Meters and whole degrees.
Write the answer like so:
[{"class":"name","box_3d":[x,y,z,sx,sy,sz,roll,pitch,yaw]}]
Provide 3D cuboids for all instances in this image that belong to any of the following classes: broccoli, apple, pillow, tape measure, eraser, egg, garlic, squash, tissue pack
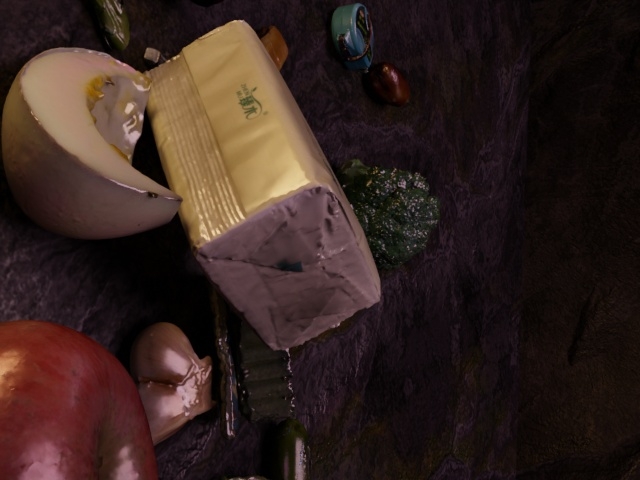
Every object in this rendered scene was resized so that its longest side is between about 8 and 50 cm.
[{"class":"broccoli","box_3d":[-0.304,-0.358,1.064,0.118,0.122,0.204,-50,144,-33]},{"class":"apple","box_3d":[-0.318,0.256,0.777,0.345,0.269,0.345,-11,90,-81]},{"class":"pillow","box_3d":[-0.149,0.169,1.197,0.189,0.034,0.256,142,-59,-81]},{"class":"tape measure","box_3d":[0.075,-0.468,1.767,0.125,0.080,0.146,43,49,-55]},{"class":"broccoli","box_3d":[0.109,-0.064,1.636,0.270,0.270,0.270,44,14,-50]},{"class":"eraser","box_3d":[-0.239,-0.266,1.226,0.099,0.019,0.027,44,48,-51]},{"class":"egg","box_3d":[-0.299,-0.099,0.955,0.206,0.162,0.271,8,42,-45]},{"class":"garlic","box_3d":[-0.226,0.205,1.115,0.124,0.099,0.175,-1,85,-50]},{"class":"squash","box_3d":[-0.054,0.484,1.387,0.087,0.087,0.332,8,80,-61]},{"class":"tissue pack","box_3d":[-0.087,-0.076,1.111,0.380,0.207,0.297,64,2,38]}]

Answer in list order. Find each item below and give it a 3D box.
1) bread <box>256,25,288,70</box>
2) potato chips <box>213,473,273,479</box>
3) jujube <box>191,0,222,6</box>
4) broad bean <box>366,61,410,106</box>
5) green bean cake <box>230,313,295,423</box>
[{"class":"bread","box_3d":[-0.103,-0.343,1.451,0.074,0.053,0.132,64,33,-34]},{"class":"potato chips","box_3d":[-0.122,0.553,1.193,0.389,0.097,0.373,22,66,-45]},{"class":"jujube","box_3d":[-0.181,-0.550,1.168,0.258,0.258,0.377,-48,132,-53]},{"class":"broad bean","box_3d":[0.173,-0.387,1.931,0.165,0.084,0.114,-14,93,-67]},{"class":"green bean cake","box_3d":[-0.097,0.198,1.279,0.181,0.094,0.173,-158,-118,-83]}]
